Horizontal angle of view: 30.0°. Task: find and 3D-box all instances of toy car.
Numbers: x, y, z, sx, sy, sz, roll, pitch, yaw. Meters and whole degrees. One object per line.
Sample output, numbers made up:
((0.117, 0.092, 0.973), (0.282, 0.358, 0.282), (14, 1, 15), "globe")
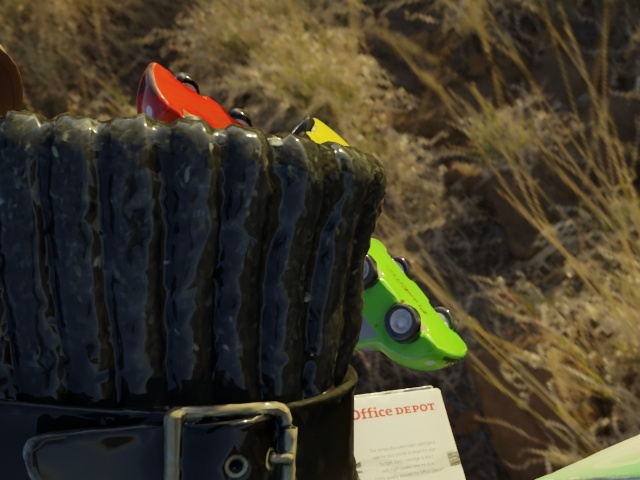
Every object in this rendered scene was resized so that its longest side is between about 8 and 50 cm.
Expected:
((0.000, 0.000, 0.733), (0.053, 0.239, 0.225), (-46, 67, 18), "toy car")

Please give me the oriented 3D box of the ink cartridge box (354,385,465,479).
((0.089, 0.301, 1.455), (0.092, 0.160, 0.219), (-45, 53, 53), "ink cartridge box")

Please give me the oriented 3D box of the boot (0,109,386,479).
((0.007, 0.095, 0.431), (0.131, 0.348, 0.260), (-17, 67, 62), "boot")

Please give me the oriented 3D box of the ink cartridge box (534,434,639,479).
((0.233, 0.088, 0.518), (0.181, 0.225, 0.056), (-24, 84, 55), "ink cartridge box")

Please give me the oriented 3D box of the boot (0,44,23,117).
((-0.154, -0.085, 0.436), (0.042, 0.118, 0.087), (-37, 72, -18), "boot")
